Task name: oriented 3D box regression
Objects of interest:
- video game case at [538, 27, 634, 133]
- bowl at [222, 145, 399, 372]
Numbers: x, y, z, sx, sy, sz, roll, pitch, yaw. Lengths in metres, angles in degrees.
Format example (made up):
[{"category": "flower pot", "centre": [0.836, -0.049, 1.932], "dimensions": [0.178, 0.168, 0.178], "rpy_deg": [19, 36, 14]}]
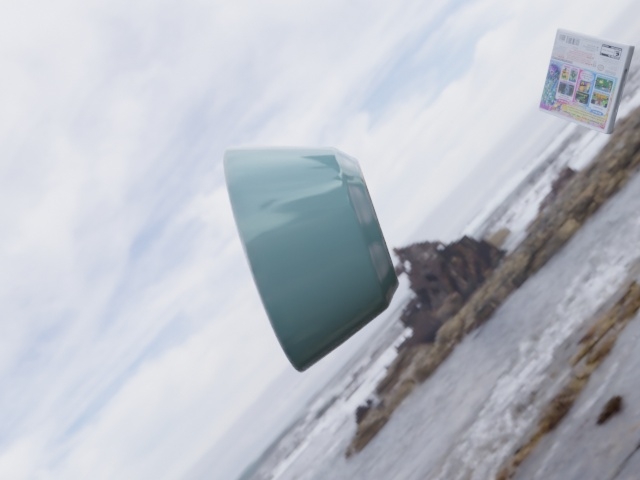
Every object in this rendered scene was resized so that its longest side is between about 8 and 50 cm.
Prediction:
[{"category": "video game case", "centre": [0.435, -0.265, 1.431], "dimensions": [0.019, 0.157, 0.143], "rpy_deg": [-5, -66, -32]}, {"category": "bowl", "centre": [0.000, 0.000, 1.137], "dimensions": [0.163, 0.312, 0.311], "rpy_deg": [-19, -5, 4]}]
